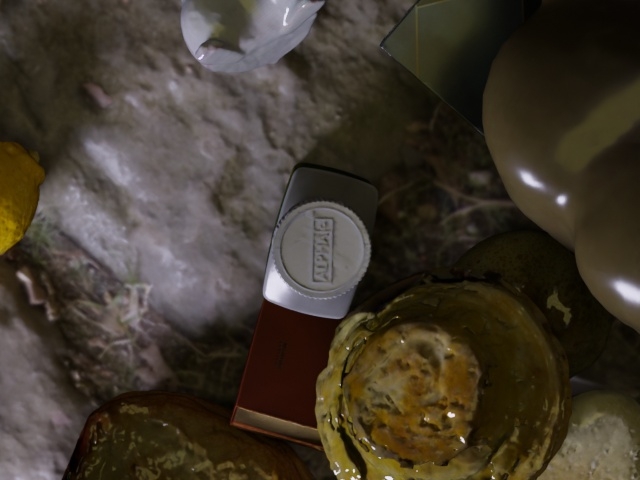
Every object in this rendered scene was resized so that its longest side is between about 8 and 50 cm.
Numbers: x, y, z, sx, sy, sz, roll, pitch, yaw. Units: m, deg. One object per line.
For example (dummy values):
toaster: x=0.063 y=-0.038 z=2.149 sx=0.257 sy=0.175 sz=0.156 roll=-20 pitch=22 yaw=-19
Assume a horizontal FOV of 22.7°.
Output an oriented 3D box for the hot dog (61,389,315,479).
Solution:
hot dog: x=-0.110 y=0.250 z=1.522 sx=0.259 sy=0.114 sz=0.175 roll=24 pitch=95 yaw=9

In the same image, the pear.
pear: x=0.194 y=0.069 z=1.501 sx=0.167 sy=0.136 sz=0.167 roll=-1 pitch=101 yaw=-4

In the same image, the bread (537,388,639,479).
bread: x=0.201 y=0.271 z=1.503 sx=0.316 sy=0.054 sz=0.316 roll=-5 pitch=120 yaw=-8

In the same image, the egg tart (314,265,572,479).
egg tart: x=0.098 y=0.133 z=1.394 sx=0.241 sy=0.106 sz=0.241 roll=-6 pitch=75 yaw=22

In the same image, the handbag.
handbag: x=0.021 y=0.137 z=1.516 sx=0.190 sy=0.063 sz=0.127 roll=17 pitch=57 yaw=-3

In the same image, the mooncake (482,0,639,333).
mooncake: x=0.376 y=-0.116 z=1.314 sx=0.467 sy=0.262 sz=0.467 roll=-10 pitch=66 yaw=23

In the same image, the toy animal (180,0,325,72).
toy animal: x=-0.115 y=-0.286 z=1.462 sx=0.140 sy=0.138 sz=0.282 roll=-31 pitch=94 yaw=6

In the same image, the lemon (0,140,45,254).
lemon: x=-0.327 y=-0.035 z=1.493 sx=0.155 sy=0.114 sz=0.114 roll=-33 pitch=95 yaw=-10

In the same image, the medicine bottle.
medicine bottle: x=0.000 y=0.000 z=1.464 sx=0.088 sy=0.188 sz=0.132 roll=16 pitch=94 yaw=-2

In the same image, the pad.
pad: x=0.199 y=-0.171 z=1.547 sx=0.243 sy=0.004 sz=0.163 roll=40 pitch=93 yaw=-5
